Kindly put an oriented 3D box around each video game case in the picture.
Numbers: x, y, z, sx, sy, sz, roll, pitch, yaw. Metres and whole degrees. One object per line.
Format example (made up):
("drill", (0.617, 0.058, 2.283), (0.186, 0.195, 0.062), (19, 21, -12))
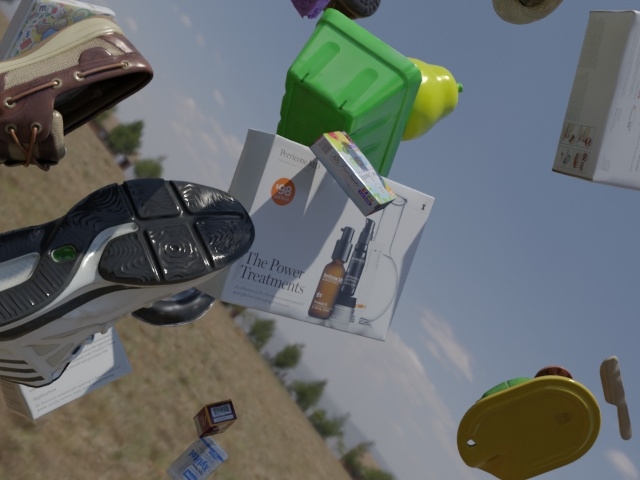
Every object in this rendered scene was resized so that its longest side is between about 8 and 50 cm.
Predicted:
("video game case", (-0.483, -0.322, 1.617), (0.026, 0.227, 0.206), (41, 21, 18))

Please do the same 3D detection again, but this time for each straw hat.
("straw hat", (0.349, -0.400, 1.478), (0.061, 0.144, 0.144), (26, 18, -52))

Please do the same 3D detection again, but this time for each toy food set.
("toy food set", (0.273, 0.216, 1.147), (0.071, 0.217, 0.128), (-85, 152, -71))

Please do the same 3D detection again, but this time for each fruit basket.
("fruit basket", (0.102, -0.291, 1.903), (0.283, 0.392, 0.392), (37, -10, 14))

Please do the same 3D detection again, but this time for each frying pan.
("frying pan", (-0.236, 0.082, 1.804), (0.053, 0.326, 0.197), (104, -20, -46))

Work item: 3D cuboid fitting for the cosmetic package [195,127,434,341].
("cosmetic package", (0.000, 0.000, 1.598), (0.377, 0.284, 0.097), (17, 0, -37))

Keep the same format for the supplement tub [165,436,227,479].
("supplement tub", (-0.241, 0.436, 1.794), (0.071, 0.107, 0.071), (42, -15, 14))

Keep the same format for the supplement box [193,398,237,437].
("supplement box", (-0.198, 0.334, 1.721), (0.083, 0.055, 0.043), (-50, -126, 54))

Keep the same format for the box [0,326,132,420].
("box", (-0.439, 0.200, 1.527), (0.182, 0.181, 0.119), (-7, -75, 60))

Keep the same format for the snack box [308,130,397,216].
("snack box", (0.053, -0.107, 1.444), (0.141, 0.037, 0.100), (52, 23, 6))

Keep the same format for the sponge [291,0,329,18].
("sponge", (0.015, -0.410, 1.221), (0.031, 0.210, 0.117), (-16, 69, -49))

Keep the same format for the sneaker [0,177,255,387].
("sneaker", (-0.321, 0.065, 1.315), (0.169, 0.447, 0.257), (62, -27, 22))

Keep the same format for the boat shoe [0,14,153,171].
("boat shoe", (-0.362, -0.151, 1.148), (0.123, 0.342, 0.123), (46, -25, 16))

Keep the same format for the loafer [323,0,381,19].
("loafer", (-0.040, -0.570, 1.816), (0.366, 0.134, 0.130), (50, -35, -15))

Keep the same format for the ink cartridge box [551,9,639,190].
("ink cartridge box", (0.614, -0.250, 1.731), (0.271, 0.310, 0.130), (8, 9, -24))
